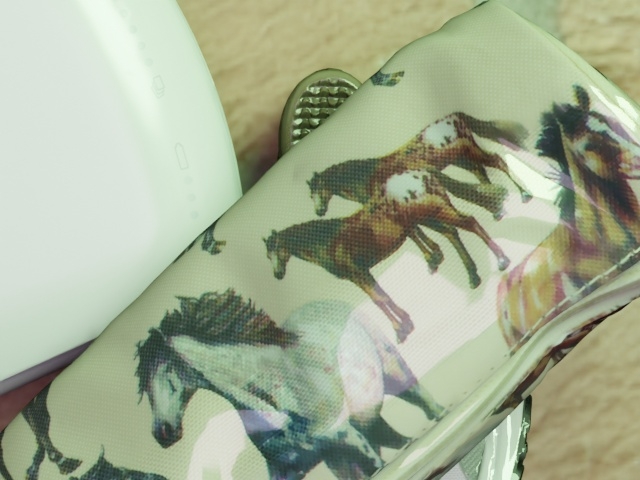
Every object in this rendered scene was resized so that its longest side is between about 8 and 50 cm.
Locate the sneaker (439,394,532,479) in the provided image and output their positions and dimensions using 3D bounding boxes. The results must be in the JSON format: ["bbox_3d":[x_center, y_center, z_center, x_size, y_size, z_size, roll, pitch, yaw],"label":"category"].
[{"bbox_3d":[0.069,0.082,0.701,0.108,0.100,0.272,10,91,8],"label":"sneaker"}]

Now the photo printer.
[{"bbox_3d":[-0.204,-0.039,0.657,0.307,0.107,0.256,-24,97,-1],"label":"photo printer"}]

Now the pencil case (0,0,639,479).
[{"bbox_3d":[0.001,0.068,0.577,0.410,0.160,0.183,-43,57,5],"label":"pencil case"}]

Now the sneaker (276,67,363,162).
[{"bbox_3d":[0.000,0.000,0.692,0.066,0.071,0.188,10,99,-1],"label":"sneaker"}]
